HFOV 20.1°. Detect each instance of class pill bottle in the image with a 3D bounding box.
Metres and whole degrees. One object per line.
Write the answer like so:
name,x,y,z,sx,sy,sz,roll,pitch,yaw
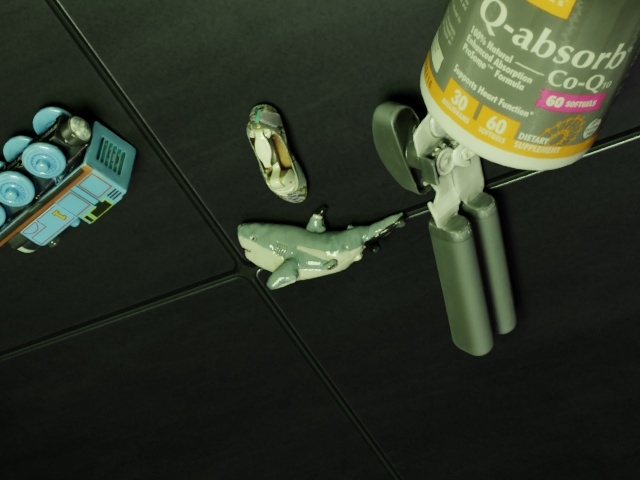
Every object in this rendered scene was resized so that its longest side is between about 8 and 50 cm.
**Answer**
pill bottle,0.195,-0.205,1.450,0.162,0.162,0.278,19,130,-3

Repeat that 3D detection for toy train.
toy train,-0.265,-0.050,1.736,0.105,0.080,0.184,36,127,-24

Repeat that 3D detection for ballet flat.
ballet flat,-0.043,-0.073,1.691,0.041,0.041,0.114,-8,126,19

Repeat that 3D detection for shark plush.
shark plush,0.000,0.000,1.734,0.161,0.073,0.067,-13,94,27

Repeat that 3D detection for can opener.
can opener,0.125,-0.018,1.689,0.093,0.074,0.280,20,139,44
